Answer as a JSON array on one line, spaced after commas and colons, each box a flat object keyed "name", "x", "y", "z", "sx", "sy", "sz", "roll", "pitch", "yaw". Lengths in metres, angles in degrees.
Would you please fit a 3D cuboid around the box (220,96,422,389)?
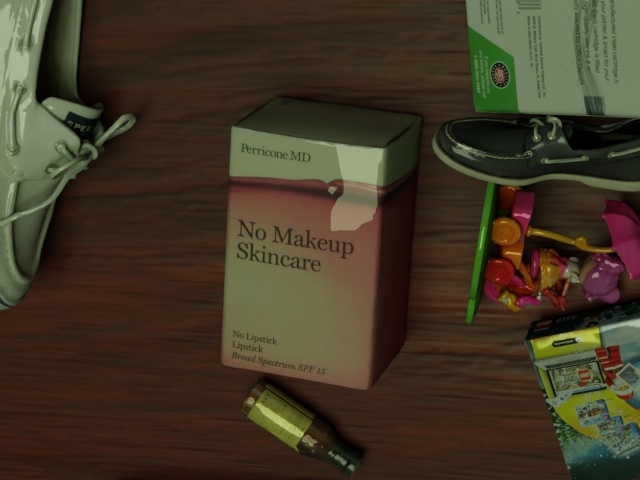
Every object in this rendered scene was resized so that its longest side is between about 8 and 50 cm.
[{"name": "box", "x": 0.000, "y": 0.000, "z": 1.678, "sx": 0.149, "sy": 0.127, "sz": 0.232, "roll": 8, "pitch": 110, "yaw": 16}]

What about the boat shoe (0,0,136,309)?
[{"name": "boat shoe", "x": -0.255, "y": -0.109, "z": 1.735, "sx": 0.157, "sy": 0.136, "sz": 0.367, "roll": 6, "pitch": 99, "yaw": 13}]

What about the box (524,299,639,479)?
[{"name": "box", "x": 0.318, "y": 0.128, "z": 1.651, "sx": 0.233, "sy": 0.044, "sz": 0.159, "roll": -12, "pitch": 110, "yaw": 21}]

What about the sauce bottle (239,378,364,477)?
[{"name": "sauce bottle", "x": -0.018, "y": 0.185, "z": 1.789, "sx": 0.128, "sy": 0.042, "sz": 0.042, "roll": 35, "pitch": 114, "yaw": 6}]

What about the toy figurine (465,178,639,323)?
[{"name": "toy figurine", "x": 0.218, "y": 0.018, "z": 1.633, "sx": 0.159, "sy": 0.130, "sz": 0.173, "roll": 10, "pitch": 132, "yaw": 5}]

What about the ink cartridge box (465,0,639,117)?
[{"name": "ink cartridge box", "x": 0.232, "y": -0.184, "z": 1.536, "sx": 0.208, "sy": 0.087, "sz": 0.153, "roll": 6, "pitch": 110, "yaw": 34}]

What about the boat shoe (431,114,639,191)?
[{"name": "boat shoe", "x": 0.200, "y": -0.090, "z": 1.580, "sx": 0.206, "sy": 0.075, "sz": 0.065, "roll": 5, "pitch": 134, "yaw": -11}]
